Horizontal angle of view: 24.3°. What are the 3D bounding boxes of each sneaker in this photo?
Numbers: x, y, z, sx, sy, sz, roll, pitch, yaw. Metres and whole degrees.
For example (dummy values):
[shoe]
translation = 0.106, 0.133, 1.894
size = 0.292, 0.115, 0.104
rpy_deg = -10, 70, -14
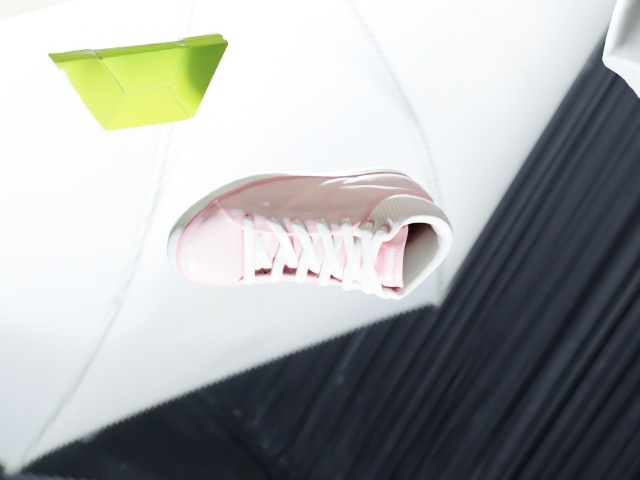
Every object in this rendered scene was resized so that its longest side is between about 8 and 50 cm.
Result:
[sneaker]
translation = 0.000, 0.000, 0.695
size = 0.134, 0.051, 0.070
rpy_deg = -11, -151, -23

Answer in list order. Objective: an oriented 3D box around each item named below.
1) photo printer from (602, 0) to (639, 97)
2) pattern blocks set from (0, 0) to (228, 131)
[photo printer]
translation = 0.304, -0.147, 0.769
size = 0.107, 0.256, 0.307
rpy_deg = 29, -176, -40
[pattern blocks set]
translation = -0.091, -0.190, 0.688
size = 0.325, 0.285, 0.026
rpy_deg = -4, -156, -24
